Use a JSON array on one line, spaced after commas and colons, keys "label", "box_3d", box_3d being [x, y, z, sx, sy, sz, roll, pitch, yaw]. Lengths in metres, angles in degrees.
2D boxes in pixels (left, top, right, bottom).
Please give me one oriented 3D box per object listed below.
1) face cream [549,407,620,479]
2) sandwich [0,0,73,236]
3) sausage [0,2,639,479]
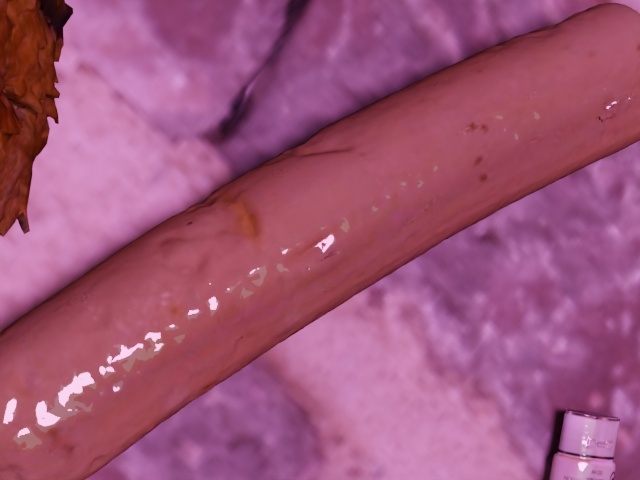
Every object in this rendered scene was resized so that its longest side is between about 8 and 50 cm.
[{"label": "face cream", "box_3d": [0.101, 0.127, 0.641, 0.038, 0.020, 0.115, 10, 89, -27]}, {"label": "sandwich", "box_3d": [-0.200, -0.086, 0.304, 0.273, 0.249, 0.095, 22, 79, 9]}, {"label": "sausage", "box_3d": [-0.001, -0.002, 0.566, 0.301, 0.066, 0.066, -30, 104, -24]}]
